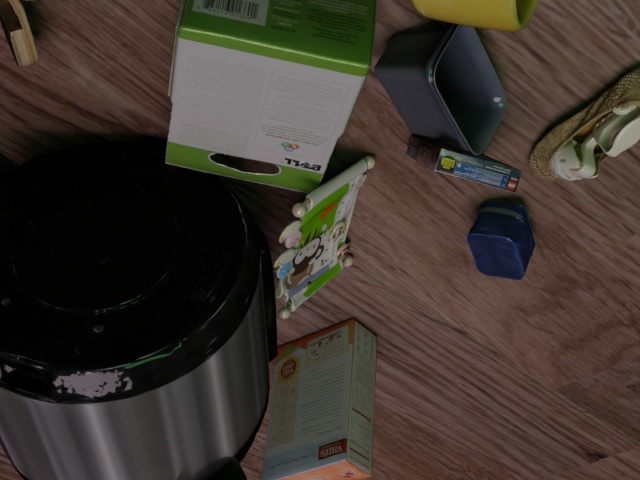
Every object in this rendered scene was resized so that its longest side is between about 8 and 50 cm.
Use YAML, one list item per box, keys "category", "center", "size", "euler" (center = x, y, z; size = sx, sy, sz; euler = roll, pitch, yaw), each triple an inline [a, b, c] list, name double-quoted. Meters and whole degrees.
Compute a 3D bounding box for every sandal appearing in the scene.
- category: "sandal"
  center: [-0.289, -0.272, 0.999]
  size: [0.079, 0.088, 0.240]
  euler: [-22, 153, -16]

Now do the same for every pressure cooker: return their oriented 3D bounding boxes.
- category: "pressure cooker"
  center: [-0.247, 0.132, 1.255]
  size: [0.375, 0.370, 0.420]
  euler: [6, 139, 5]

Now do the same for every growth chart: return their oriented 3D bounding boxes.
- category: "growth chart"
  center: [0.000, 0.000, 1.242]
  size: [0.021, 0.172, 0.237]
  euler: [36, 145, 18]

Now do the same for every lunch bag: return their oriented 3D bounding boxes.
- category: "lunch bag"
  center: [0.231, -0.001, 1.269]
  size: [0.067, 0.065, 0.098]
  euler: [9, 145, 29]

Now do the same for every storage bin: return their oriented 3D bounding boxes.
- category: "storage bin"
  center: [0.125, -0.166, 1.061]
  size: [0.091, 0.098, 0.135]
  euler: [13, 153, 39]

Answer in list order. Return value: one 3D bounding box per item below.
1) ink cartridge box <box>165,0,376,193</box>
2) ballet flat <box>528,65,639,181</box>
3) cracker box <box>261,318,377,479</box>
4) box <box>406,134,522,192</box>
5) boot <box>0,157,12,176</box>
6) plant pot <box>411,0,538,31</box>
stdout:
- category: "ink cartridge box"
  center: [-0.064, -0.164, 1.076]
  size: [0.188, 0.097, 0.255]
  euler: [11, 152, -7]
- category: "ballet flat"
  center: [0.303, -0.111, 1.117]
  size: [0.073, 0.067, 0.206]
  euler: [20, 140, -19]
- category: "cracker box"
  center: [0.001, 0.246, 1.478]
  size: [0.155, 0.232, 0.067]
  euler: [-23, 133, 33]
- category: "box"
  center: [0.156, -0.087, 1.125]
  size: [0.094, 0.137, 0.027]
  euler: [15, 100, -11]
- category: "boot"
  center: [-0.512, -0.082, 1.265]
  size: [0.208, 0.076, 0.190]
  euler: [-10, 138, 30]
- category: "plant pot"
  center: [0.063, -0.305, 0.778]
  size: [0.239, 0.254, 0.254]
  euler: [14, 144, 16]
